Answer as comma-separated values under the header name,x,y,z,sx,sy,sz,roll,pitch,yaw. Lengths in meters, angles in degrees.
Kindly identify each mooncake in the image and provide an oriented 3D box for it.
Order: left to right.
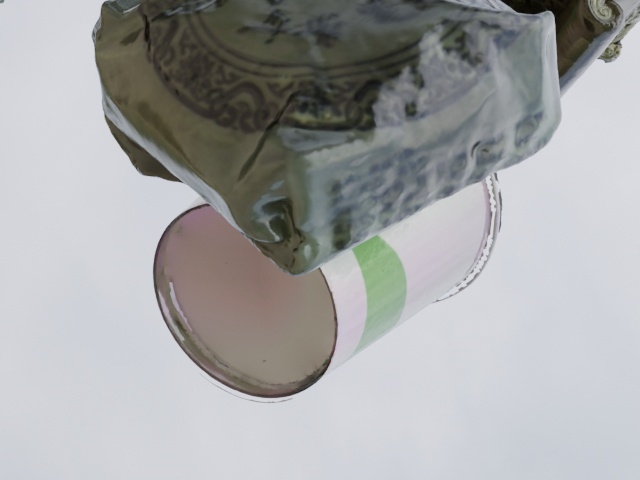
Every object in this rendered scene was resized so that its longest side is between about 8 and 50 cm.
name,x,y,z,sx,sy,sz,roll,pitch,yaw
mooncake,-0.001,-0.113,1.116,0.250,0.254,0.136,38,-36,42

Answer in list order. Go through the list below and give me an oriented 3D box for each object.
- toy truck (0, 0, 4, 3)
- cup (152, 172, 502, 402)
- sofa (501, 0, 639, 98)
name,x,y,z,sx,sy,sz,roll,pitch,yaw
toy truck,-0.238,-0.279,1.335,0.074,0.088,0.202,37,-65,30
cup,0.000,0.000,1.574,0.253,0.274,0.253,14,-60,24
sofa,0.203,-0.277,1.671,0.258,0.182,0.200,63,-24,11
